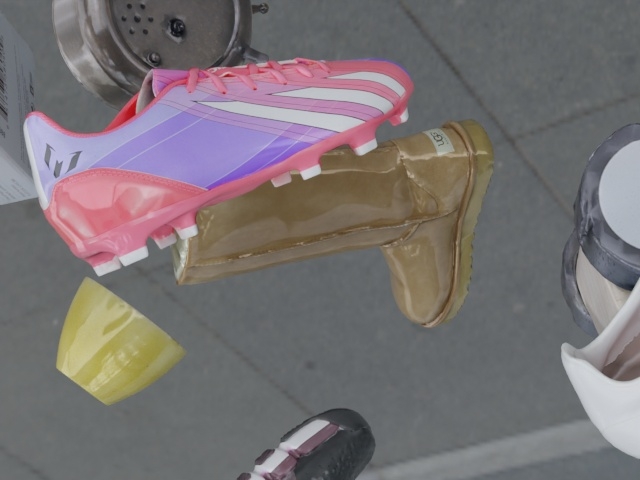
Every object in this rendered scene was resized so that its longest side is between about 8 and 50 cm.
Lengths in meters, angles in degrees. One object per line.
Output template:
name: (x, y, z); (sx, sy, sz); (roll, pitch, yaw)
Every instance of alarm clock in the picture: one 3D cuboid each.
alarm clock: (-0.124, -0.159, 0.881); (0.192, 0.129, 0.064); (27, 162, -25)

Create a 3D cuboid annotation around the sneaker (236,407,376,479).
sneaker: (-0.022, 0.251, 0.849); (0.162, 0.281, 0.106); (36, 160, 23)

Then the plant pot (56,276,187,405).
plant pot: (-0.221, 0.116, 1.397); (0.134, 0.095, 0.134); (35, 169, 8)

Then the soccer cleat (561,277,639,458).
soccer cleat: (0.187, 0.012, 0.542); (0.196, 0.068, 0.076); (-42, 116, 4)

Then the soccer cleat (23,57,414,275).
soccer cleat: (-0.047, -0.067, 0.738); (0.083, 0.248, 0.095); (-15, 102, 57)

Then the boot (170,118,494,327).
boot: (0.000, 0.000, 1.152); (0.270, 0.089, 0.236); (-11, 131, -21)

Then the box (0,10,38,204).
box: (-0.218, -0.078, 0.764); (0.087, 0.101, 0.102); (-12, 158, 6)

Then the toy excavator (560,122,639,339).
toy excavator: (0.422, 0.101, 0.890); (0.433, 0.445, 0.222); (-21, 162, -1)
